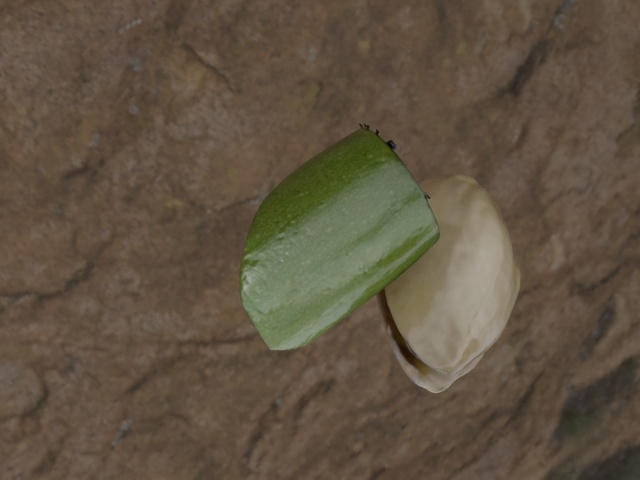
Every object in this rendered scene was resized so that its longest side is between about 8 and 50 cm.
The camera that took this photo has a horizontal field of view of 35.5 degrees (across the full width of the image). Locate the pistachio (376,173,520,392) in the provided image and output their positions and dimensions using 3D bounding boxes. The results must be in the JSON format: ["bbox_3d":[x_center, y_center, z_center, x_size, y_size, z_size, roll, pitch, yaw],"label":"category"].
[{"bbox_3d":[0.167,0.051,1.364,0.214,0.318,0.193,20,141,-10],"label":"pistachio"}]

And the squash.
[{"bbox_3d":[0.000,0.000,1.224,0.260,0.189,0.189,-36,136,-8],"label":"squash"}]
